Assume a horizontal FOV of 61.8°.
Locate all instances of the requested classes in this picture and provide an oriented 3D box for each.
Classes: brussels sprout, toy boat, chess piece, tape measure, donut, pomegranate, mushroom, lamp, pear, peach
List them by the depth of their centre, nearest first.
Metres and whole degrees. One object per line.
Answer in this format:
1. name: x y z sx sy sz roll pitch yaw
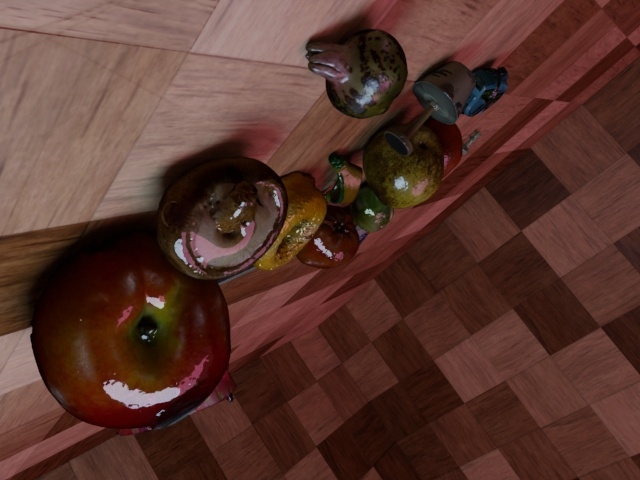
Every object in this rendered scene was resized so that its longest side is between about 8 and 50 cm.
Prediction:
1. pomegranate: 0.056 -0.249 0.809 0.163 0.126 0.138 -23 175 -40
2. mushroom: -0.169 -0.042 0.896 0.231 0.138 0.194 -21 143 -31
3. peach: -0.325 0.182 0.973 0.335 0.310 0.406 -31 166 -32
4. lamp: 0.233 -0.282 1.141 0.214 0.121 0.121 -45 168 -8
5. donut: -0.091 -0.043 1.218 0.253 0.118 0.253 -43 160 -20
6. pear: 0.203 -0.179 1.255 0.197 0.197 0.197 -34 167 -9
7. toy boat: 0.048 -0.144 1.294 0.088 0.089 0.229 7 159 -6
8. tape measure: 0.410 -0.376 1.353 0.125 0.081 0.146 -24 163 -31
9. brussels sprout: 0.154 -0.098 1.562 0.155 0.155 0.117 -28 -158 -30
10. chess piece: 0.521 -0.343 1.850 0.093 0.042 0.042 -47 163 24

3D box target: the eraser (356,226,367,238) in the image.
1. eraser: 0.111 -0.020 1.880 0.124 0.068 0.210 -26 163 -28

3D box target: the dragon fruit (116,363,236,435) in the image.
1. dragon fruit: -0.446 0.405 1.564 0.370 0.249 0.386 -20 175 8

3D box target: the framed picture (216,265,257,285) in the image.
1. framed picture: -0.209 0.044 1.407 0.189 0.023 0.260 -25 164 -29

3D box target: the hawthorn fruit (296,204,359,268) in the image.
1. hawthorn fruit: 0.000 0.000 1.449 0.179 0.179 0.200 -22 170 -46

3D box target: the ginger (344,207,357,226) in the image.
1. ginger: 0.122 -0.072 1.686 0.290 0.084 0.122 -28 158 -34

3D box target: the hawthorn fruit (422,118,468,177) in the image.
1. hawthorn fruit: 0.339 -0.256 1.435 0.285 0.165 0.165 -22 161 -40
